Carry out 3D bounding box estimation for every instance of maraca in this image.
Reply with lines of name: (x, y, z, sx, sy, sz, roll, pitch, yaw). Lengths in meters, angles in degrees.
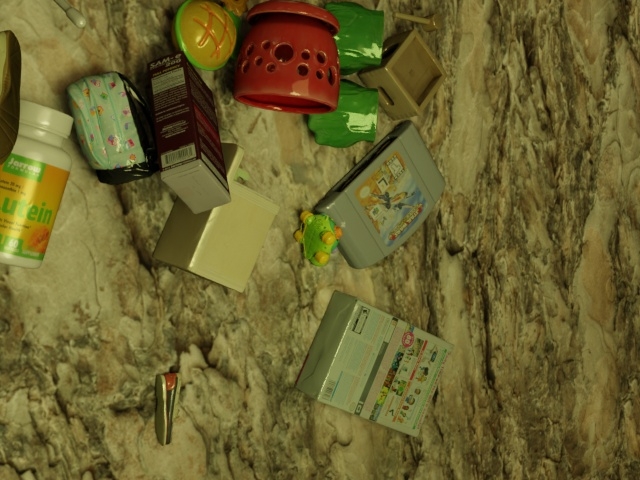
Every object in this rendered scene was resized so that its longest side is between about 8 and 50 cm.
maraca: (-0.192, -0.364, 1.499, 0.186, 0.099, 0.127, -25, 109, -56)

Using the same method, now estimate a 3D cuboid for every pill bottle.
pill bottle: (-0.469, -0.089, 1.322, 0.136, 0.136, 0.245, 18, 87, -36)

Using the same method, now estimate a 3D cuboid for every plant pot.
plant pot: (-0.054, -0.326, 1.525, 0.191, 0.191, 0.174, 9, 87, -36)

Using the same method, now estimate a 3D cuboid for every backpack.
backpack: (-0.344, -0.184, 1.396, 0.115, 0.152, 0.182, -21, 103, -26)

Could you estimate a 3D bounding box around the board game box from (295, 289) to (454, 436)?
board game box: (0.121, 0.267, 1.819, 0.303, 0.097, 0.224, 28, 82, -33)

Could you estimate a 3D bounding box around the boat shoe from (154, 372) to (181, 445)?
boat shoe: (-0.280, 0.312, 1.577, 0.043, 0.049, 0.137, -2, 94, -37)

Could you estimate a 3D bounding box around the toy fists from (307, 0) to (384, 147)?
toy fists: (0.041, -0.320, 1.647, 0.142, 0.096, 0.279, 4, 98, -4)

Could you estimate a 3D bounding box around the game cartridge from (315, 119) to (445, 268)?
game cartridge: (0.138, -0.088, 1.799, 0.297, 0.062, 0.198, -45, 116, -21)

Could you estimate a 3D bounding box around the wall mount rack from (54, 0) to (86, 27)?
wall mount rack: (-0.387, -0.492, 1.249, 0.304, 0.130, 0.350, 44, 89, -14)

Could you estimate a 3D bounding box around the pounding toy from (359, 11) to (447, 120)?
pounding toy: (0.172, -0.386, 1.755, 0.181, 0.094, 0.206, 49, 61, -25)

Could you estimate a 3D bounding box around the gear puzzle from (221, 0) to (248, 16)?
gear puzzle: (-0.226, -0.532, 1.451, 0.339, 0.044, 0.175, 53, 38, -26)

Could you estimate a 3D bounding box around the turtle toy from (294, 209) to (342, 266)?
turtle toy: (0.000, 0.000, 1.692, 0.066, 0.095, 0.130, -17, 139, -38)

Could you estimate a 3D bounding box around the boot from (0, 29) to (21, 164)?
boot: (-0.529, -0.205, 1.236, 0.165, 0.077, 0.213, -2, 72, 0)

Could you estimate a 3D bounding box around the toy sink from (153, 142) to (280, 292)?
toy sink: (-0.174, -0.043, 1.527, 0.131, 0.153, 0.234, 26, 81, -35)

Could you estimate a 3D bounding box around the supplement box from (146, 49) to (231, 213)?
supplement box: (-0.220, -0.180, 1.415, 0.130, 0.073, 0.239, 55, 20, -59)
